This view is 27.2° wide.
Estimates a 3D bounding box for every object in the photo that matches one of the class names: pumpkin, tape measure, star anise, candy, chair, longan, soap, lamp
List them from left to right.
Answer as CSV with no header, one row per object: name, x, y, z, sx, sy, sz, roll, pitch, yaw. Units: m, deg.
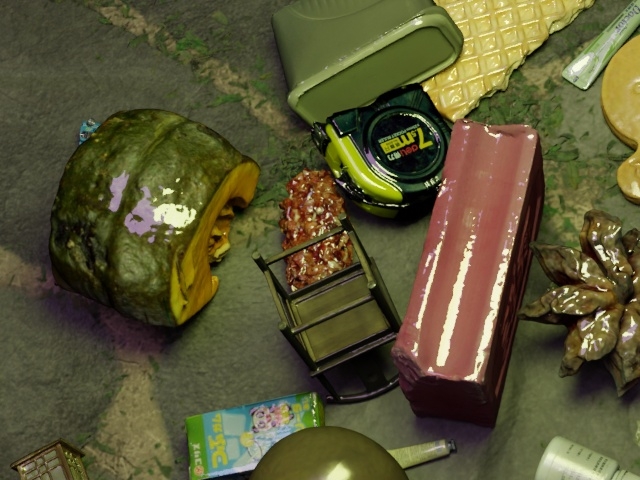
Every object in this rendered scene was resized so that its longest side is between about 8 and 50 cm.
lamp,-0.327,0.437,1.818,0.090,0.089,0.325,-29,62,1
pumpkin,-0.242,-0.038,1.913,0.225,0.256,0.303,16,87,17
candy,-0.088,0.279,1.838,0.194,0.062,0.097,-12,66,9
longan,0.022,0.356,1.686,0.248,0.248,0.248,-6,66,12
chair,0.029,0.100,1.782,0.154,0.260,0.141,-24,57,4
tape measure,0.104,-0.117,1.919,0.199,0.112,0.186,-24,70,-17
soap,0.203,0.047,1.768,0.128,0.233,0.359,10,70,16
star anise,0.380,0.073,1.734,0.223,0.109,0.236,-32,83,-17

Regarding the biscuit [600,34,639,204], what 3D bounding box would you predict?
biscuit,0.538,-0.157,1.869,0.275,0.052,0.355,-22,64,4

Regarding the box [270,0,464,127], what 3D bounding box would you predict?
box,0.061,-0.311,1.997,0.274,0.138,0.178,-28,58,15

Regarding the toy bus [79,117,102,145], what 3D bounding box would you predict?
toy bus,-0.344,-0.164,2.112,0.083,0.038,0.046,12,74,20

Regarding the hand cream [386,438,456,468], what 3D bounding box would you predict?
hand cream,0.135,0.290,1.799,0.102,0.022,0.035,-17,64,13

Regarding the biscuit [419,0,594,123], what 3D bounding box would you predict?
biscuit,0.254,-0.334,2.027,0.309,0.040,0.204,-42,63,-6

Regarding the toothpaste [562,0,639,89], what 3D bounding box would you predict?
toothpaste,0.441,-0.306,1.972,0.048,0.029,0.197,40,85,26

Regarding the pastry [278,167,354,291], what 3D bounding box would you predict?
pastry,-0.002,0.001,1.916,0.115,0.097,0.208,-18,60,20

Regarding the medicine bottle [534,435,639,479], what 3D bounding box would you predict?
medicine bottle,0.347,0.311,1.698,0.130,0.080,0.080,22,74,21
